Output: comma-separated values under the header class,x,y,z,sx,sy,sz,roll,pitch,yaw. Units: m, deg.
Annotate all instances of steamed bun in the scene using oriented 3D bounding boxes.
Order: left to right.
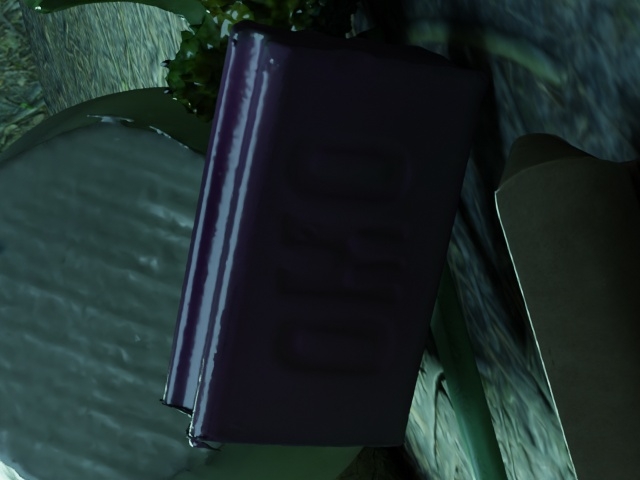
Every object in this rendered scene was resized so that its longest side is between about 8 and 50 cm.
class,x,y,z,sx,sy,sz,roll,pitch,yaw
steamed bun,-0.082,0.051,1.132,0.309,0.309,0.309,161,90,-78

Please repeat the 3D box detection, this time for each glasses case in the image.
class,x,y,z,sx,sy,sz,roll,pitch,yaw
glasses case,0.130,0.044,0.688,0.102,0.070,0.193,-57,-49,-70

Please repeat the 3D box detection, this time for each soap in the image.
class,x,y,z,sx,sy,sz,roll,pitch,yaw
soap,0.000,0.000,0.862,0.065,0.122,0.203,-140,57,-59

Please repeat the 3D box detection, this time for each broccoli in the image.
class,x,y,z,sx,sy,sz,roll,pitch,yaw
broccoli,-0.072,-0.158,0.948,0.194,0.194,0.219,122,134,-74

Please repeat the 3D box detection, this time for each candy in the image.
class,x,y,z,sx,sy,sz,roll,pitch,yaw
candy,0.077,0.086,0.915,0.119,0.119,0.439,103,153,-68

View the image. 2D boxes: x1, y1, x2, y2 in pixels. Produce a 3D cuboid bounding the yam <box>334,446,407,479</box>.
class,x,y,z,sx,sy,sz,roll,pitch,yaw
yam,0.024,0.199,1.279,0.107,0.107,0.183,84,165,-45
